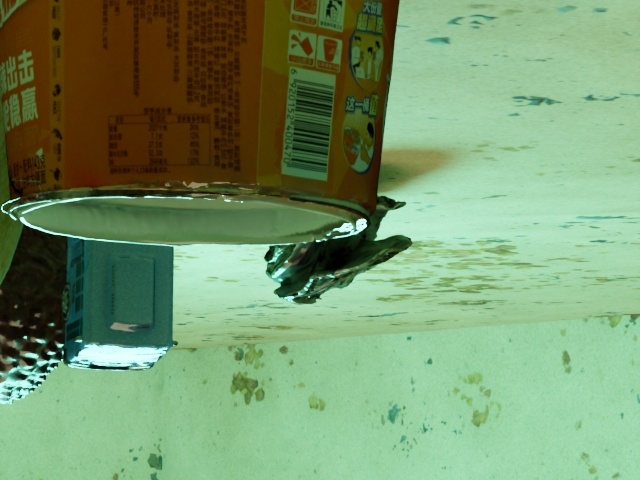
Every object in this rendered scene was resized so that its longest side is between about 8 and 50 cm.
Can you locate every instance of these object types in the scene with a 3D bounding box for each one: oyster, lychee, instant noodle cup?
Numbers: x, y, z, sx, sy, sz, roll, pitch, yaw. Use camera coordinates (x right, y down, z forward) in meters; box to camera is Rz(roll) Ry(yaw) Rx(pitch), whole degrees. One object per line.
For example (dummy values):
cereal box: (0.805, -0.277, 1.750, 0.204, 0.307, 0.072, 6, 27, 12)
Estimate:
oyster: (0.002, 0.000, 2.226, 0.162, 0.158, 0.351, 1, -176, -17)
lychee: (-0.409, 0.066, 2.307, 0.304, 0.275, 0.276, 36, 153, -30)
instant noodle cup: (-0.080, -0.115, 1.157, 0.296, 0.214, 0.296, 1, 172, 0)

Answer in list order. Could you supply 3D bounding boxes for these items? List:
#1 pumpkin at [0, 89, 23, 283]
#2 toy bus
pumpkin: (-0.431, -0.042, 1.778, 0.332, 0.199, 0.332, -2, 170, 0)
toy bus: (-0.226, 0.025, 2.075, 0.116, 0.234, 0.133, 4, 169, -20)
